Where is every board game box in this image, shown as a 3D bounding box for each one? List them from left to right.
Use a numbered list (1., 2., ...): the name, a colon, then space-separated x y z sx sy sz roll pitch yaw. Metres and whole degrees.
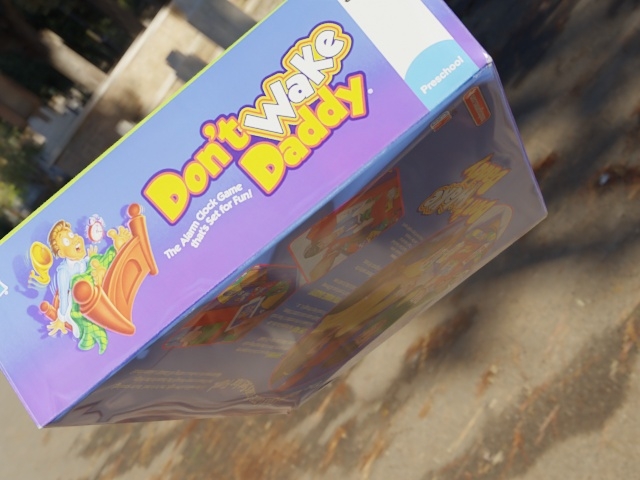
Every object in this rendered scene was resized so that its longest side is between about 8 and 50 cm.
1. board game box: 0.000 0.000 0.579 0.233 0.078 0.347 -39 -16 7
